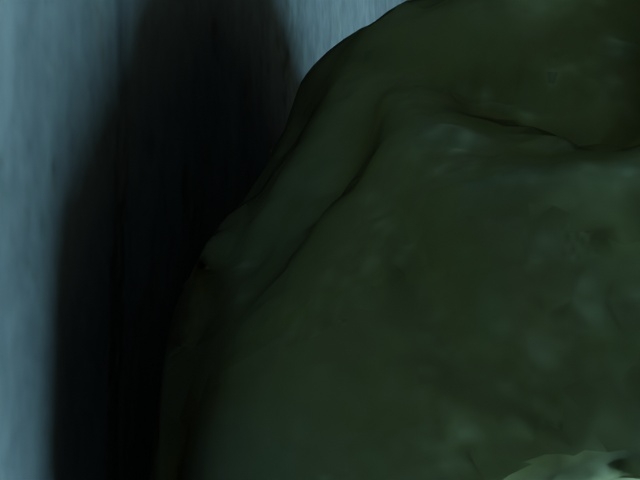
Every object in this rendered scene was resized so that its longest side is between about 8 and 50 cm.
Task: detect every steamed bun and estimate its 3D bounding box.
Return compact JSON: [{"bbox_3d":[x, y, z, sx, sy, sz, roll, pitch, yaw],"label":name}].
[{"bbox_3d":[0.122,0.077,0.531,0.325,0.230,0.372,-61,138,-39],"label":"steamed bun"}]

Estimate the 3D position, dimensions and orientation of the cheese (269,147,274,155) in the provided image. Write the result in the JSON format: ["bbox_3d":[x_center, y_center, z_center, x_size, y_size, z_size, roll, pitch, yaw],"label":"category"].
[{"bbox_3d":[0.001,0.000,0.587,0.084,0.041,0.060,26,64,-80],"label":"cheese"}]
